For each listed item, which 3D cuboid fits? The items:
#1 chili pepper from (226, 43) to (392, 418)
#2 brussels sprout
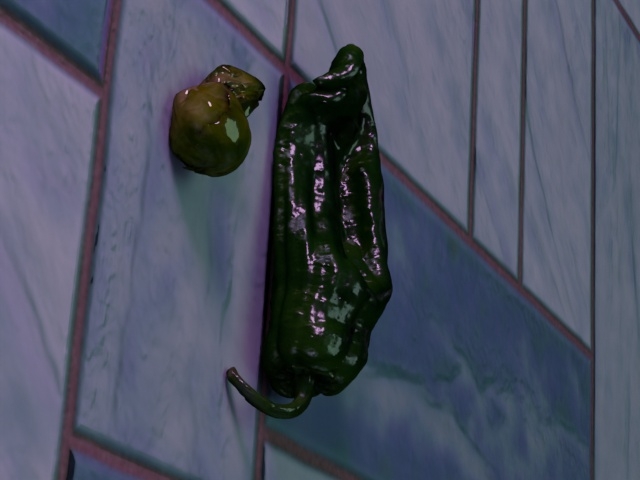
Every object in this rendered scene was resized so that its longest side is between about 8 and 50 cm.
[{"bbox_3d":[0.002,-0.002,1.077,0.100,0.074,0.257,42,43,-51],"label":"chili pepper"},{"bbox_3d":[-0.060,-0.074,0.992,0.083,0.046,0.051,-78,147,-53],"label":"brussels sprout"}]
